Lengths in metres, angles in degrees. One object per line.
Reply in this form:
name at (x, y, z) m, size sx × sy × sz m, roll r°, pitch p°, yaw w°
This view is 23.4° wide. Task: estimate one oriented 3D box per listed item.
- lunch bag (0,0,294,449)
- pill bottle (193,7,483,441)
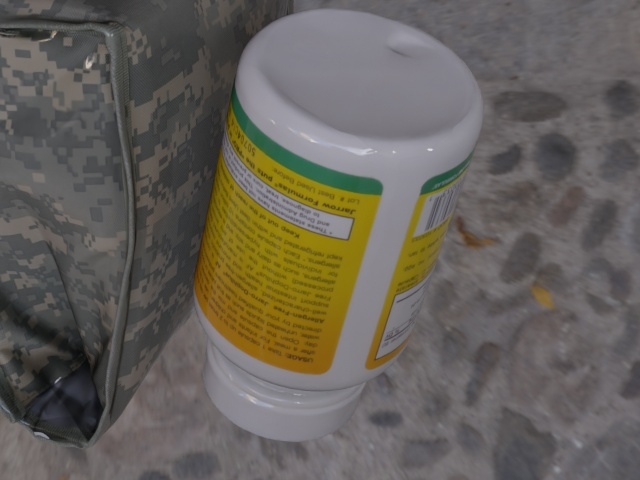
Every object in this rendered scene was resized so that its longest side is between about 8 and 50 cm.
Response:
lunch bag at (-0.119, -0.052, 0.894) m, size 0.169 × 0.235 × 0.287 m, roll 13°, pitch 126°, yaw 19°
pill bottle at (0.000, 0.000, 0.771) m, size 0.118 × 0.117 × 0.208 m, roll 9°, pitch 130°, yaw -7°
